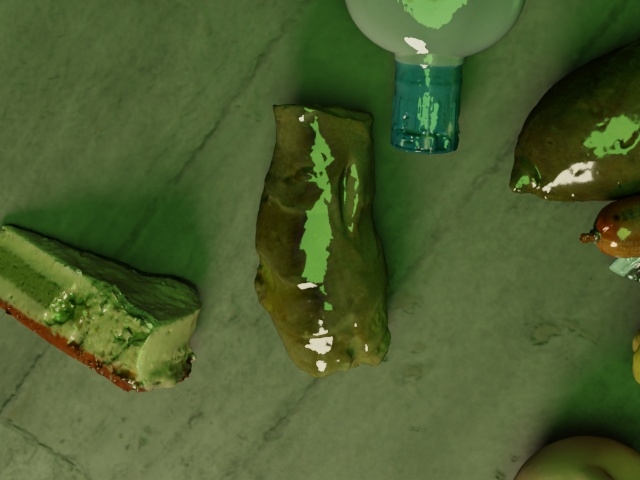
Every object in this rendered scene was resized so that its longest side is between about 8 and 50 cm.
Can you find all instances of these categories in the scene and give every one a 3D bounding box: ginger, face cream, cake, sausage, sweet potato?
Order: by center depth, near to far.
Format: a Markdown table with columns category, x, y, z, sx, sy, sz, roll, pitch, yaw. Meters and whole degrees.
| category | x | y | z | sx | sy | sz | roll | pitch | yaw |
| --- | --- | --- | --- | --- | --- | --- | --- | --- | --- |
| sweet potato | 0.355 | -0.135 | 1.233 | 0.423 | 0.130 | 0.130 | -19 | 104 | 6 |
| sausage | 0.384 | -0.032 | 1.244 | 0.348 | 0.053 | 0.053 | -9 | 106 | -13 |
| face cream | 0.098 | -0.243 | 1.247 | 0.163 | 0.080 | 0.336 | 4 | 106 | 4 |
| ginger | 0.000 | 0.000 | 1.315 | 0.116 | 0.109 | 0.263 | 7 | 108 | 32 |
| cake | -0.206 | 0.059 | 1.389 | 0.220 | 0.117 | 0.086 | 27 | 107 | 32 |

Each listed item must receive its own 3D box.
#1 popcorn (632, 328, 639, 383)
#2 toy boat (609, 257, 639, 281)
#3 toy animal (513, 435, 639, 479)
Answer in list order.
| category | x | y | z | sx | sy | sz | roll | pitch | yaw |
| --- | --- | --- | --- | --- | --- | --- | --- | --- | --- |
| popcorn | 0.357 | 0.080 | 1.290 | 0.163 | 0.140 | 0.194 | 9 | 116 | -6 |
| toy boat | 0.314 | -0.019 | 1.306 | 0.140 | 0.059 | 0.066 | -43 | 69 | 14 |
| toy animal | 0.234 | 0.301 | 1.354 | 0.166 | 0.154 | 0.250 | 9 | 103 | -20 |
